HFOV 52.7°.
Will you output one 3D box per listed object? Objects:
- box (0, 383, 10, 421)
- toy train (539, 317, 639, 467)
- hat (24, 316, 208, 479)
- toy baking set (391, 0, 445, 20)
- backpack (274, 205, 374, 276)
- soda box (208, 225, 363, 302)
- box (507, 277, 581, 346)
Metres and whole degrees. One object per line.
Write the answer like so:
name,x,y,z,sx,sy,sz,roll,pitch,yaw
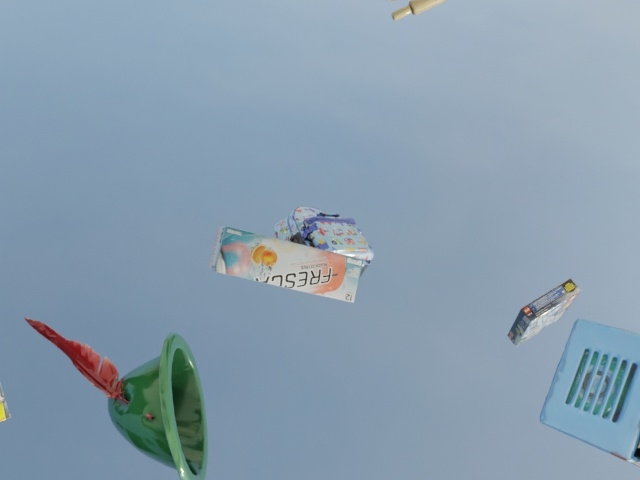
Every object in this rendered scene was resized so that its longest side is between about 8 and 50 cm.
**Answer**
box,-0.464,0.154,0.672,0.233,0.044,0.159,-16,-89,-52
toy train,0.210,0.106,0.361,0.184,0.105,0.080,28,-96,-37
hat,-0.240,0.202,0.748,0.184,0.173,0.208,-11,-142,-1
toy baking set,0.204,-0.539,1.220,0.256,0.196,0.030,-21,-146,0
backpack,0.000,0.000,1.236,0.158,0.117,0.173,6,-138,-36
soda box,-0.043,0.030,0.812,0.183,0.063,0.058,13,-94,-17
box,0.351,0.117,1.023,0.094,0.137,0.027,-29,-115,-8
